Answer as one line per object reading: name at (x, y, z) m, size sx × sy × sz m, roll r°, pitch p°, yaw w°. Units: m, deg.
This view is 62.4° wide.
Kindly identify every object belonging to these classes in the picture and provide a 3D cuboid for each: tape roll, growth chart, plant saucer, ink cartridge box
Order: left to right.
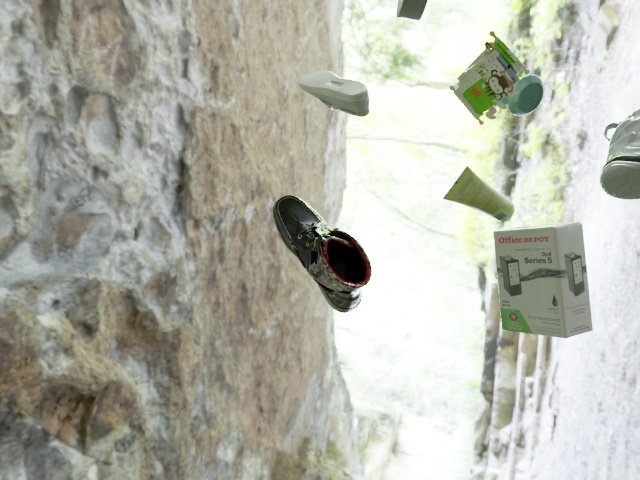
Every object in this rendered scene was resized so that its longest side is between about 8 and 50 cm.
tape roll at (0.290, -0.781, 1.598) m, size 0.219 × 0.072 × 0.219 m, roll -169°, pitch 90°, yaw -87°
growth chart at (0.466, -0.437, 1.463) m, size 0.021 × 0.172 × 0.237 m, roll -42°, pitch -5°, yaw -33°
plant saucer at (0.585, -0.404, 1.489) m, size 0.021 × 0.119 × 0.119 m, roll -125°, pitch 23°, yaw -52°
ink cartridge box at (0.563, 0.096, 1.353) m, size 0.115 × 0.198 × 0.273 m, roll -7°, pitch -89°, yaw -30°

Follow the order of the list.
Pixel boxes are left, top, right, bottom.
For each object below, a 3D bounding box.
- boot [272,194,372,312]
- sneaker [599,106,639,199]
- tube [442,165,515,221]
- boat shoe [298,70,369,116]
boot at (0.002, 0.000, 0.860) m, size 0.236 × 0.085 × 0.178 m, roll 57°, pitch 168°, yaw 11°
sneaker at (0.800, -0.215, 1.134) m, size 0.137 × 0.366 × 0.210 m, roll 50°, pitch -136°, yaw -41°
tube at (0.389, -0.106, 1.282) m, size 0.240 × 0.062 × 0.070 m, roll 17°, pitch -108°, yaw -42°
boat shoe at (0.027, -0.281, 1.019) m, size 0.066 × 0.184 × 0.063 m, roll -42°, pitch -45°, yaw -26°
